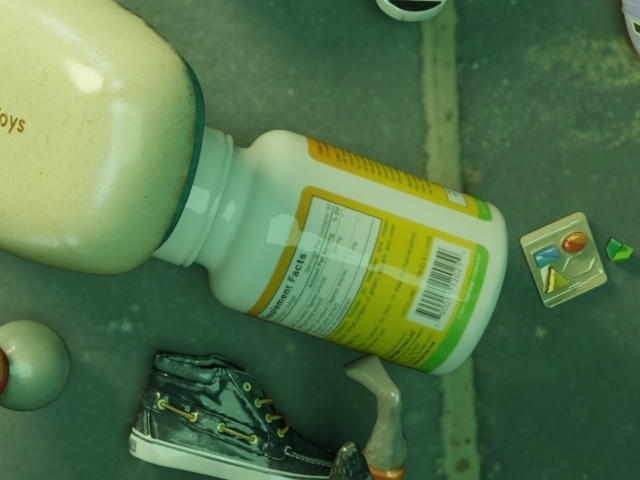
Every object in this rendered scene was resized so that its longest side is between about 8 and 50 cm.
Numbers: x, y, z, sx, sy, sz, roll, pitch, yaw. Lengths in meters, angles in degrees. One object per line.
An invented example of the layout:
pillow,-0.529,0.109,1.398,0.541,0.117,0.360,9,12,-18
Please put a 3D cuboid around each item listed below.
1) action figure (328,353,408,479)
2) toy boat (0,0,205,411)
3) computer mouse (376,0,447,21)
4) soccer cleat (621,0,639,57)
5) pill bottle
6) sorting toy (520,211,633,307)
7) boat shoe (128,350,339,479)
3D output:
action figure,0.008,0.297,1.187,0.341,0.178,0.330,-38,110,-39
toy boat,-0.201,-0.025,1.182,0.148,0.267,0.318,-1,115,-54
computer mouse,0.061,-0.258,1.274,0.106,0.042,0.193,1,91,-17
soccer cleat,0.314,-0.113,1.318,0.083,0.095,0.248,-30,103,-7
pill bottle,0.000,0.000,1.245,0.245,0.136,0.136,19,93,-14
sorting toy,0.205,0.010,1.353,0.083,0.012,0.062,-24,101,-8
boat shoe,-0.047,0.139,1.289,0.183,0.065,0.083,13,96,-12
